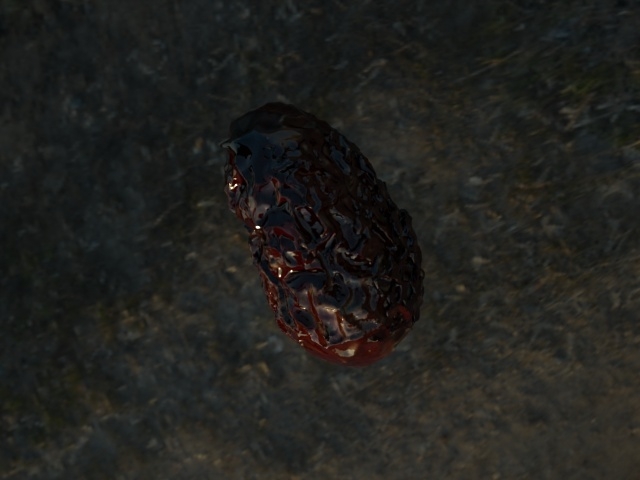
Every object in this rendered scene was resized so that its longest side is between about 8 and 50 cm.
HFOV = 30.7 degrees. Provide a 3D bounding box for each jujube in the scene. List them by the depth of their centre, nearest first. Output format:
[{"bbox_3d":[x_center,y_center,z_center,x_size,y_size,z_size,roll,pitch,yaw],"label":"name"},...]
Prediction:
[{"bbox_3d":[0.003,0.000,0.656,0.104,0.104,0.166,0,135,36],"label":"jujube"}]
